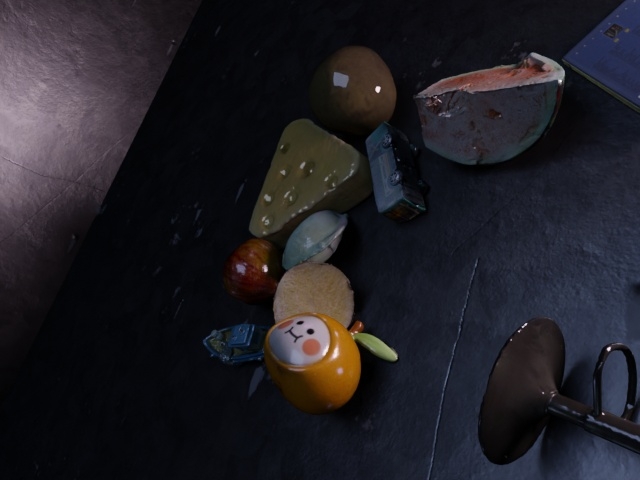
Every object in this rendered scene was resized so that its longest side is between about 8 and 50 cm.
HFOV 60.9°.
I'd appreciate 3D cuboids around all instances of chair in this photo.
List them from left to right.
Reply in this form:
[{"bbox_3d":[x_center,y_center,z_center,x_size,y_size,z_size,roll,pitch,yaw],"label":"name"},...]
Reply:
[{"bbox_3d":[0.417,0.255,0.641,0.401,0.227,0.226,18,79,49],"label":"chair"}]

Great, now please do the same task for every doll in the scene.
[{"bbox_3d":[0.010,0.237,1.123,0.236,0.213,0.213,-28,34,-20],"label":"doll"}]

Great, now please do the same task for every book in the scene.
[{"bbox_3d":[0.601,-0.344,0.992,0.191,0.025,0.269,-43,41,16],"label":"book"}]

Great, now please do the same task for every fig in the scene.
[{"bbox_3d":[-0.145,0.097,1.392,0.207,0.175,0.175,34,92,31],"label":"fig"}]

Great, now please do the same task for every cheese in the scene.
[{"bbox_3d":[-0.050,-0.133,1.471,0.384,0.104,0.383,-25,49,32],"label":"cheese"}]

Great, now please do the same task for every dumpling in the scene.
[{"bbox_3d":[0.001,0.006,1.314,0.217,0.104,0.149,-41,43,-15],"label":"dumpling"}]

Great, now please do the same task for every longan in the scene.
[{"bbox_3d":[0.079,-0.382,1.425,0.246,0.215,0.245,179,90,-73],"label":"longan"}]

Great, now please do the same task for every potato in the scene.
[{"bbox_3d":[-0.018,0.135,1.249,0.117,0.182,0.202,-102,10,-78],"label":"potato"}]

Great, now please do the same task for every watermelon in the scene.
[{"bbox_3d":[0.350,-0.268,1.082,0.305,0.180,0.223,4,83,46],"label":"watermelon"}]

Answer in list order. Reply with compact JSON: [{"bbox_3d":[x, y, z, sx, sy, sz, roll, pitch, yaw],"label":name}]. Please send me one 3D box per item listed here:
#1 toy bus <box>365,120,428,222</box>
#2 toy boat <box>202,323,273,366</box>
[{"bbox_3d":[0.174,-0.162,1.274,0.109,0.091,0.261,-39,40,37],"label":"toy bus"},{"bbox_3d":[-0.219,0.260,1.397,0.238,0.098,0.109,-13,53,41],"label":"toy boat"}]
